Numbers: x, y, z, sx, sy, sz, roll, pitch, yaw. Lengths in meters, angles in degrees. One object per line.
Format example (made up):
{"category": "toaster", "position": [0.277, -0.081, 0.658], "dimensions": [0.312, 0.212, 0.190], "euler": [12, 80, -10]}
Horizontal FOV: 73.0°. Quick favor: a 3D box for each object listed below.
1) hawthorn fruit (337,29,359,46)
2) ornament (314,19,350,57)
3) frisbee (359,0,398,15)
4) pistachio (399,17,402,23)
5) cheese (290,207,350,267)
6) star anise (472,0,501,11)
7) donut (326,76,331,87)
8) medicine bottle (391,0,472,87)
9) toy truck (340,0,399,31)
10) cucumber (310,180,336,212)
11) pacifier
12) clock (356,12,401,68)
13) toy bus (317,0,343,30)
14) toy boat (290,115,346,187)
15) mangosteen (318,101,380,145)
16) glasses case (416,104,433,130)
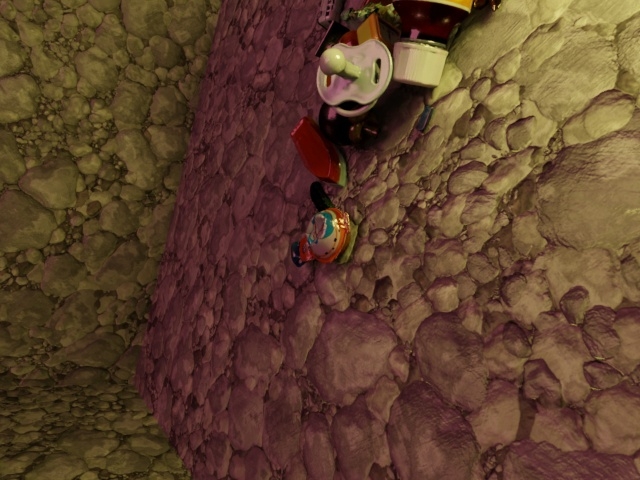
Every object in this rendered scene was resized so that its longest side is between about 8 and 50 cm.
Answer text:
{"category": "hawthorn fruit", "position": [0.151, -0.678, 1.608], "dimensions": [0.179, 0.200, 0.179], "euler": [-165, 90, -83]}
{"category": "ornament", "position": [0.107, -0.752, 1.763], "dimensions": [0.196, 0.153, 0.166], "euler": [47, 119, 21]}
{"category": "frisbee", "position": [0.230, -0.903, 1.693], "dimensions": [0.250, 0.021, 0.251], "euler": [-18, 66, 48]}
{"category": "pistachio", "position": [0.340, -0.811, 1.462], "dimensions": [0.189, 0.100, 0.110], "euler": [-12, 74, 51]}
{"category": "cheese", "position": [0.000, 0.000, 1.627], "dimensions": [0.329, 0.129, 0.217], "euler": [-31, 55, 43]}
{"category": "star anise", "position": [0.509, -0.727, 1.241], "dimensions": [0.177, 0.073, 0.234], "euler": [129, 146, -47]}
{"category": "donut", "position": [0.071, -0.635, 1.741], "dimensions": [0.152, 0.058, 0.152], "euler": [43, 145, 41]}
{"category": "medicine bottle", "position": [0.335, -0.677, 1.318], "dimensions": [0.242, 0.242, 0.396], "euler": [36, 128, 50]}
{"category": "toy truck", "position": [0.197, -0.829, 1.622], "dimensions": [0.135, 0.128, 0.259], "euler": [-48, 37, -6]}
{"category": "cucumber", "position": [0.002, -0.153, 1.743], "dimensions": [0.071, 0.046, 0.220], "euler": [-60, 40, 32]}
{"category": "pacifier", "position": [0.075, -0.529, 1.375], "dimensions": [0.287, 0.225, 0.239], "euler": [15, 98, 37]}
{"category": "clock", "position": [0.227, -0.663, 1.477], "dimensions": [0.096, 0.202, 0.144], "euler": [-27, 59, 46]}
{"category": "toy bus", "position": [0.051, -1.037, 1.908], "dimensions": [0.088, 0.087, 0.194], "euler": [7, 85, 45]}
{"category": "toy boat", "position": [0.009, -0.341, 1.731], "dimensions": [0.145, 0.133, 0.332], "euler": [-44, 59, 28]}
{"category": "mangosteen", "position": [0.115, -0.432, 1.564], "dimensions": [0.250, 0.211, 0.212], "euler": [39, 111, 30]}
{"category": "glasses case", "position": [0.341, -0.393, 1.400], "dimensions": [0.033, 0.023, 0.084], "euler": [33, 107, 45]}
